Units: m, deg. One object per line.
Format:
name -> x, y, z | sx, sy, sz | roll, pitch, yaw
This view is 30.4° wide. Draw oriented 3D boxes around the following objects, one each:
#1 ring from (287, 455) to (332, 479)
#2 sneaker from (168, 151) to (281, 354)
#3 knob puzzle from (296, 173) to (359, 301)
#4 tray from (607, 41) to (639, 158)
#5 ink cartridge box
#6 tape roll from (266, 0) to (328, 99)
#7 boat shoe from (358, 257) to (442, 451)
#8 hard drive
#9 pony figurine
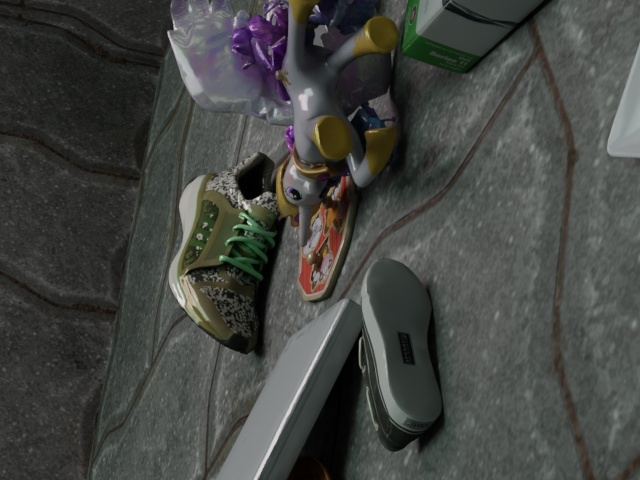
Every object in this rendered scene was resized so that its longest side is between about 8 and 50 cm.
ring -> -0.041, 0.416, 1.350 | 0.336, 0.032, 0.336 | -162, 90, -73
sneaker -> -0.132, -0.003, 1.886 | 0.182, 0.158, 0.410 | -42, 36, 28
knob puzzle -> 0.000, 0.000, 1.623 | 0.213, 0.030, 0.213 | -163, 90, -73
tray -> 0.297, -0.185, 0.869 | 0.145, 0.030, 0.270 | -157, 85, -72
ink cartridge box -> 0.174, -0.296, 1.262 | 0.208, 0.087, 0.153 | 141, 143, -64
tape roll -> -0.033, -0.347, 1.827 | 0.286, 0.100, 0.286 | -172, 90, -84
boat shoe -> 0.070, 0.113, 1.212 | 0.219, 0.078, 0.070 | -93, 27, -44
hard drive -> -0.055, 0.228, 1.406 | 0.307, 0.040, 0.203 | -62, 10, -28
pony figurine -> -0.016, -0.195, 1.470 | 0.363, 0.303, 0.351 | 132, 129, -71
